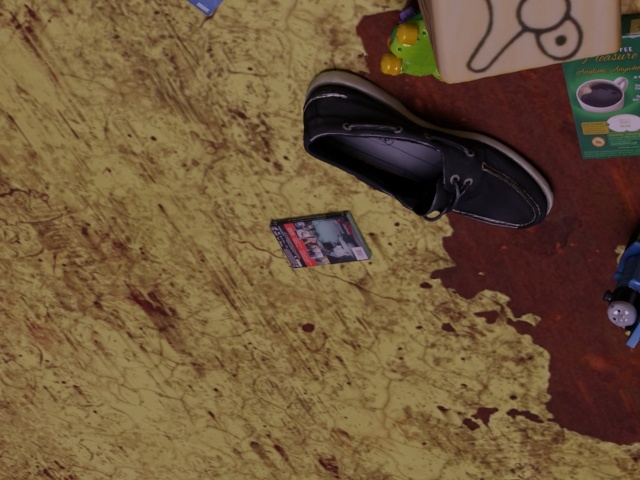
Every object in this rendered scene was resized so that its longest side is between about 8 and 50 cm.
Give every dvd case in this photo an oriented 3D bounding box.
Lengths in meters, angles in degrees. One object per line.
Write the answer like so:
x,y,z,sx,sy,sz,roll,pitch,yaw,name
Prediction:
0.000,0.000,2.064,0.119,0.013,0.087,-7,133,27,dvd case

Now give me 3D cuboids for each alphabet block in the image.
0.187,-0.301,1.506,0.192,0.193,0.197,-9,134,2,alphabet block

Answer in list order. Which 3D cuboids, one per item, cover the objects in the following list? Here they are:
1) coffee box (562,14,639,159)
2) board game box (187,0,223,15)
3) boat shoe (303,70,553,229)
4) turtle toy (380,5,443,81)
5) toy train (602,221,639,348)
0.341,-0.174,1.735,0.113,0.040,0.184,-3,135,22,coffee box
-0.175,-0.353,1.656,0.201,0.136,0.035,35,136,-17,board game box
0.127,-0.083,1.854,0.340,0.113,0.127,30,137,-13,boat shoe
0.123,-0.238,1.723,0.095,0.066,0.130,5,140,-21,turtle toy
0.410,0.055,1.855,0.105,0.184,0.080,25,140,8,toy train
